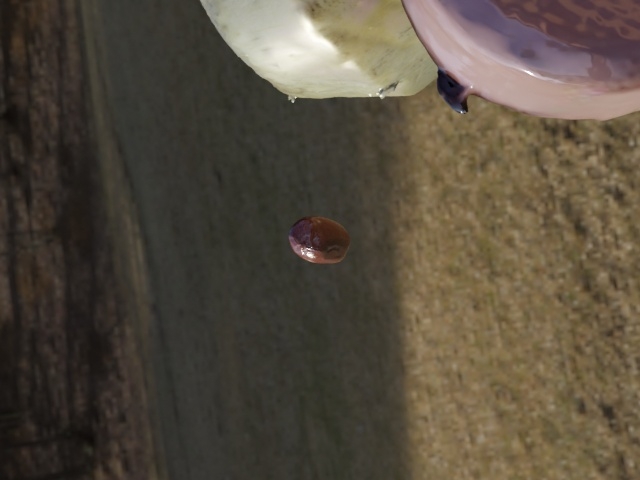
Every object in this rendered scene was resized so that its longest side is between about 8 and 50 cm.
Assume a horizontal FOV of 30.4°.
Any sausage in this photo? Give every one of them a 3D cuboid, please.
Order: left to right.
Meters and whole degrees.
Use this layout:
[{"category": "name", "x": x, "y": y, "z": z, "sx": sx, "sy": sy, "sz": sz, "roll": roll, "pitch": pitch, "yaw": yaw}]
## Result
[{"category": "sausage", "x": 0.000, "y": 0.000, "z": 1.493, "sx": 0.054, "sy": 0.094, "sz": 0.059, "roll": 37, "pitch": 102, "yaw": 28}]

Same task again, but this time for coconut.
[{"category": "coconut", "x": 0.042, "y": -0.310, "z": 1.064, "sx": 0.352, "sy": 0.353, "sz": 0.352, "roll": 173, "pitch": 90, "yaw": -78}]

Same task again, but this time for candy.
[{"category": "candy", "x": 0.162, "y": -0.194, "z": 0.756, "sx": 0.094, "sy": 0.255, "sz": 0.255, "roll": 99, "pitch": 162, "yaw": -78}]
